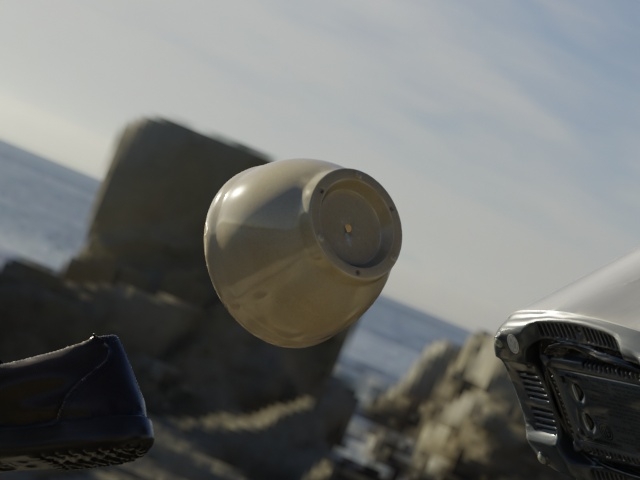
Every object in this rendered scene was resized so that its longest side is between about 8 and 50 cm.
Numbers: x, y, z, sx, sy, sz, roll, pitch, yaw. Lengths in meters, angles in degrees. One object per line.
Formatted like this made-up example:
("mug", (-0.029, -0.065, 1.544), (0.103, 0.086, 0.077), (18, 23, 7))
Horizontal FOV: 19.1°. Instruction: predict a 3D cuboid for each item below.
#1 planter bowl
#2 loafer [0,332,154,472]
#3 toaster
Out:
("planter bowl", (0.000, 0.000, 1.584), (0.162, 0.162, 0.109), (23, -28, -31))
("loafer", (-0.202, 0.091, 1.058), (0.220, 0.078, 0.080), (-3, -17, 1))
("toaster", (0.229, 0.077, 1.191), (0.227, 0.146, 0.129), (6, -58, 59))
